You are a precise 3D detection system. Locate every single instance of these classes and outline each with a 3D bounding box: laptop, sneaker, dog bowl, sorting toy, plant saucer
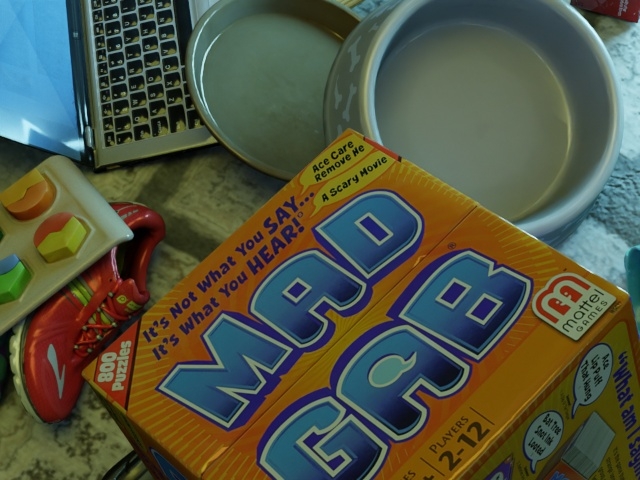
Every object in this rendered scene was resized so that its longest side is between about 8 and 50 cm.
[{"bbox_3d":[-0.263,-0.306,1.864,0.408,0.236,0.381,-12,64,5],"label":"laptop"},{"bbox_3d":[-0.252,0.073,1.729,0.118,0.107,0.279,2,61,32],"label":"sneaker"},{"bbox_3d":[0.182,-0.141,1.762,0.349,0.102,0.348,2,80,-12],"label":"dog bowl"},{"bbox_3d":[-0.335,0.000,1.745,0.208,0.038,0.193,-35,45,-10],"label":"sorting toy"},{"bbox_3d":[-0.030,-0.179,1.846,0.278,0.041,0.277,10,59,-16],"label":"plant saucer"}]

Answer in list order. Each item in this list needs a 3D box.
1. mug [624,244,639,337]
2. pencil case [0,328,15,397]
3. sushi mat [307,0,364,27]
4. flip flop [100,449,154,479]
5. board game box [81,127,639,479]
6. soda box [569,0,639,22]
[{"bbox_3d":[0.398,0.048,1.706,0.097,0.129,0.157,-11,63,-6],"label":"mug"},{"bbox_3d":[-0.377,0.106,1.762,0.070,0.064,0.151,13,63,-8],"label":"pencil case"},{"bbox_3d":[0.053,-0.372,1.948,0.317,0.019,0.151,-30,60,9],"label":"sushi mat"},{"bbox_3d":[-0.114,0.213,1.678,0.277,0.112,0.080,-37,93,-17],"label":"flip flop"},{"bbox_3d":[0.068,0.189,1.483,0.356,0.356,0.356,-43,51,-17],"label":"board game box"},{"bbox_3d":[0.361,-0.373,1.847,0.092,0.263,0.083,17,65,11],"label":"soda box"}]
